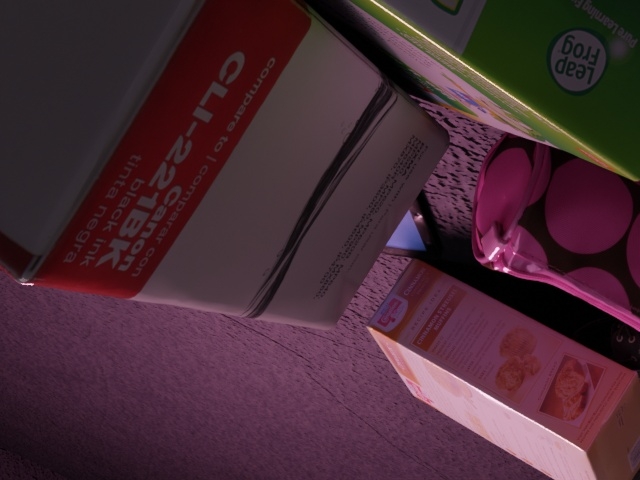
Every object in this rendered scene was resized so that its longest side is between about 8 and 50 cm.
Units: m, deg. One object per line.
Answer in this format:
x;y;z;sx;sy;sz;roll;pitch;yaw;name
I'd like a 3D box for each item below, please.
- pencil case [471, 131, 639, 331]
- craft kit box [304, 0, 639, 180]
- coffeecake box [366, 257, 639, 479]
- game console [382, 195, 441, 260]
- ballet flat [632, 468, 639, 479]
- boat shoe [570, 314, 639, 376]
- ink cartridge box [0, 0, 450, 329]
0.179;0.016;0.675;0.209;0.098;0.095;27;158;-11;pencil case
-0.021;-0.125;0.445;0.250;0.061;0.246;30;-173;-23;craft kit box
0.141;0.106;0.903;0.185;0.068;0.142;28;165;31;coffeecake box
0.000;0.000;0.830;0.085;0.124;0.144;40;170;31;game console
0.223;0.166;1.057;0.173;0.049;0.057;30;157;-20;ballet flat
0.214;0.067;0.833;0.040;0.049;0.142;25;161;-7;boat shoe
-0.082;-0.067;0.479;0.197;0.114;0.273;34;-175;19;ink cartridge box
